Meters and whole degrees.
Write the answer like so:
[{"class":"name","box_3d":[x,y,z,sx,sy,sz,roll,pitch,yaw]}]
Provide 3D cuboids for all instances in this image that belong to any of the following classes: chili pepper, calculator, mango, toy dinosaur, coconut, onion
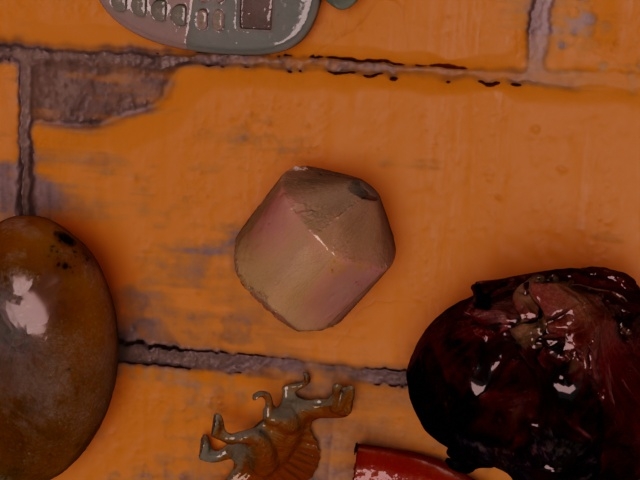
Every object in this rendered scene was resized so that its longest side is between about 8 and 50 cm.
[{"class":"chili pepper","box_3d":[0.114,0.267,1.603,0.169,0.065,0.088,9,102,4]},{"class":"calculator","box_3d":[-0.094,-0.282,1.554,0.295,0.042,0.184,5,100,11]},{"class":"mango","box_3d":[-0.310,0.127,1.608,0.193,0.146,0.316,13,108,15]},{"class":"toy dinosaur","box_3d":[-0.056,0.228,1.637,0.142,0.057,0.212,13,114,-12]},{"class":"coconut","box_3d":[0.000,0.000,1.533,0.147,0.147,0.152,40,112,1]},{"class":"onion","box_3d":[0.214,0.132,1.490,0.281,0.281,0.221,11,68,8]}]
